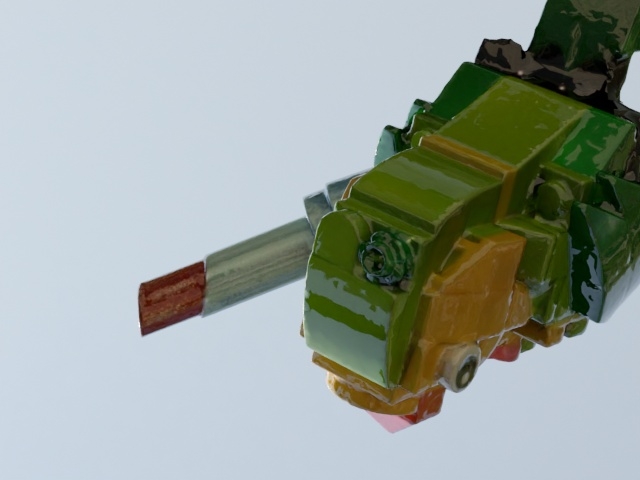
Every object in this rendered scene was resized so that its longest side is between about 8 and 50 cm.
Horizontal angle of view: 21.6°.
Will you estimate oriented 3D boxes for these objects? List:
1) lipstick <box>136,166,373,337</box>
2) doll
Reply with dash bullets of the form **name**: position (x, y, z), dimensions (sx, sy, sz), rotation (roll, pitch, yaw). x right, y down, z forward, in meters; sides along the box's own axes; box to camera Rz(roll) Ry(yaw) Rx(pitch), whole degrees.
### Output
- **lipstick**: position (0.000, 0.000, 1.123), dimensions (0.061, 0.274, 0.068), rotation (-105, -7, -65)
- **doll**: position (0.065, -0.012, 0.631), dimensions (0.106, 0.134, 0.186), rotation (27, -127, 30)
